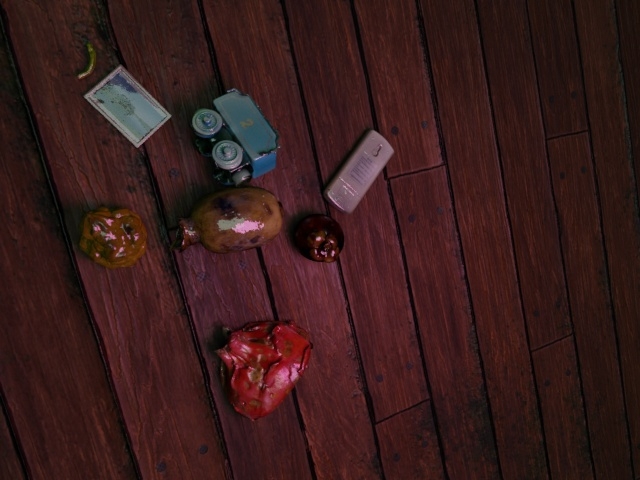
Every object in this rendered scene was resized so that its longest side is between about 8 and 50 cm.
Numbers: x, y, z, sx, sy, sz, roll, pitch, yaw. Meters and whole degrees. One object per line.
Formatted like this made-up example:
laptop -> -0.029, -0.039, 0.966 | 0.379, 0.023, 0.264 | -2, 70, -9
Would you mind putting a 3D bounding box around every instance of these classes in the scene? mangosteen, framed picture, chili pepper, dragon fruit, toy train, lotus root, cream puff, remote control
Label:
mangosteen -> 0.000, 0.000, 1.119 | 0.140, 0.140, 0.140 | -1, 94, -22
framed picture -> -0.421, -0.294, 1.000 | 0.149, 0.011, 0.109 | 46, 77, -18
chili pepper -> -0.493, -0.378, 0.963 | 0.030, 0.017, 0.083 | 9, 87, -22
dragon fruit -> -0.155, 0.288, 1.076 | 0.211, 0.134, 0.262 | 38, 79, -16
toy train -> -0.190, -0.226, 1.019 | 0.163, 0.112, 0.203 | -31, 80, -18
lotus root -> -0.216, -0.043, 1.023 | 0.278, 0.154, 0.154 | -14, 98, -20
cream puff -> -0.435, -0.009, 0.956 | 0.146, 0.116, 0.146 | 0, 90, -21
remote control -> 0.102, -0.181, 1.203 | 0.098, 0.038, 0.233 | 40, 78, -20
